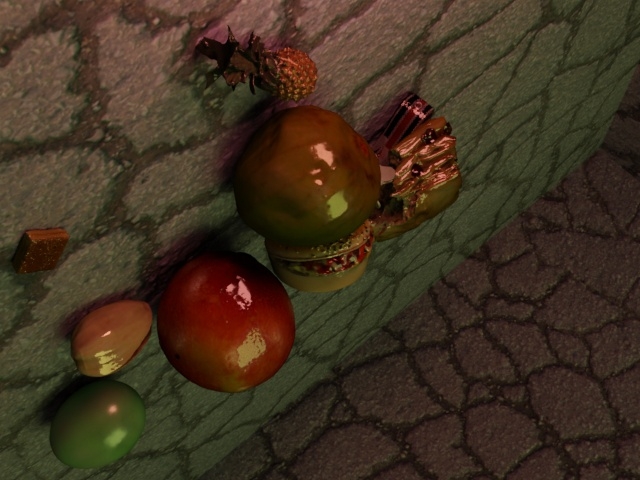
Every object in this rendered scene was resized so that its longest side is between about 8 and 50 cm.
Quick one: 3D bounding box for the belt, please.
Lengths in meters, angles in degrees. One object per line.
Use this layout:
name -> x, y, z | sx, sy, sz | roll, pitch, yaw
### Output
belt -> 0.196, -0.263, 2.072 | 0.126, 0.094, 0.359 | -13, 145, -56

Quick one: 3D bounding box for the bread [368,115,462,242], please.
bread -> 0.260, -0.142, 2.024 | 0.370, 0.191, 0.314 | -42, 162, -1

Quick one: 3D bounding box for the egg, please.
egg -> -0.610, 0.505, 1.958 | 0.270, 0.220, 0.220 | -35, 156, -5

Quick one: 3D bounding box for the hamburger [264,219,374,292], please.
hamburger -> 0.000, 0.000, 1.866 | 0.300, 0.300, 0.176 | -28, 128, -31

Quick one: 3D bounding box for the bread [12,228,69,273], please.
bread -> -0.562, 0.021, 1.437 | 0.090, 0.035, 0.094 | -8, 139, -53

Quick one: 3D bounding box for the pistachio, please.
pistachio -> -0.508, 0.234, 1.747 | 0.229, 0.157, 0.157 | -40, 160, -39

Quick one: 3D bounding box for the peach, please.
peach -> -0.244, 0.197, 1.842 | 0.388, 0.388, 0.388 | -34, 155, -18

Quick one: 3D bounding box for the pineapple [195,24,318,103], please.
pineapple -> -0.120, -0.335, 1.413 | 0.277, 0.119, 0.130 | -2, 127, -56

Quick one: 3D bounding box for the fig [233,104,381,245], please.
fig -> -0.039, -0.130, 1.652 | 0.343, 0.343, 0.343 | -34, 155, -18

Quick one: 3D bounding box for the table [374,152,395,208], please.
table -> 0.083, -0.177, 1.875 | 0.167, 0.198, 0.166 | -27, 141, -24
